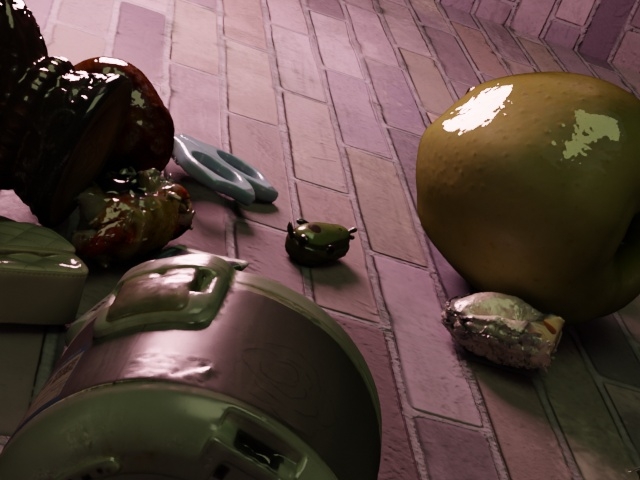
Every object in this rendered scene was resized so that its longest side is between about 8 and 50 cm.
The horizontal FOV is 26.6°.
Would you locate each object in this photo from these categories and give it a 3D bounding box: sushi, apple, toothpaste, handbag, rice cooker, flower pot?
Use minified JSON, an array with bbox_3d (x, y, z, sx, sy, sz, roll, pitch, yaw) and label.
[{"bbox_3d":[-0.218,-0.032,1.570,0.103,0.097,0.226,42,25,7],"label":"sushi"},{"bbox_3d":[0.311,-0.064,1.842,0.357,0.357,0.357,19,23,-8],"label":"apple"},{"bbox_3d":[-0.181,0.066,1.448,0.099,0.061,0.392,13,19,12],"label":"toothpaste"},{"bbox_3d":[0.000,0.000,1.778,0.111,0.047,0.072,-5,36,-44],"label":"handbag"},{"bbox_3d":[-0.095,0.175,1.008,0.288,0.288,0.277,21,24,-3],"label":"rice cooker"},{"bbox_3d":[-0.372,-0.156,1.520,0.267,0.266,0.266,27,23,3],"label":"flower pot"},{"bbox_3d":[-0.380,0.007,1.386,0.256,0.079,0.219,4,23,-40],"label":"handbag"}]

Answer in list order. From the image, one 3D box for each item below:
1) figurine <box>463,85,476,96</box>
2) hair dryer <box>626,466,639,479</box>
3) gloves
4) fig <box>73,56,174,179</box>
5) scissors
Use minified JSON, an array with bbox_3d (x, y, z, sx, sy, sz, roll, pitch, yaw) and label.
[{"bbox_3d":[0.311,-0.119,2.169,0.218,0.169,0.326,25,23,-5],"label":"figurine"},{"bbox_3d":[0.519,0.257,1.571,0.357,0.173,0.107,-1,28,-19],"label":"hair dryer"},{"bbox_3d":[0.223,0.115,1.698,0.153,0.070,0.114,21,30,15],"label":"gloves"},{"bbox_3d":[-0.272,-0.140,1.742,0.170,0.145,0.274,51,-9,-4],"label":"fig"},{"bbox_3d":[-0.223,-0.150,1.878,0.360,0.029,0.191,32,14,11],"label":"scissors"}]
